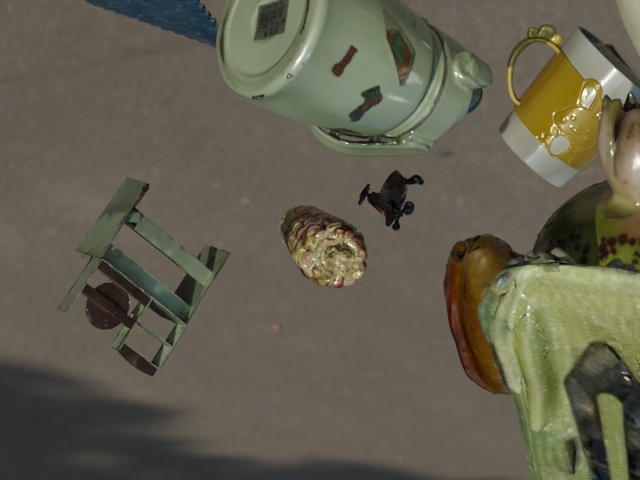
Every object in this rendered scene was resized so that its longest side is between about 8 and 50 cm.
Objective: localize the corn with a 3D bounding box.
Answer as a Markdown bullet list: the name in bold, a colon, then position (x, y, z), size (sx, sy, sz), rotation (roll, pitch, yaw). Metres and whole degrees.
- **corn**: position (0.000, 0.000, 1.847), size (0.092, 0.092, 0.280), rotation (1, -169, -9)

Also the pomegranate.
- **pomegranate**: position (0.372, -0.003, 1.527), size (0.285, 0.285, 0.340), rotation (-6, 116, 7)

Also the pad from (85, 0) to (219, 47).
- **pad**: position (-0.254, -0.332, 1.794), size (0.270, 0.012, 0.269), rotation (22, 170, 23)

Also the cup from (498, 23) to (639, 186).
- **cup**: position (0.394, -0.231, 2.235), size (0.241, 0.185, 0.226), rotation (38, 109, -10)

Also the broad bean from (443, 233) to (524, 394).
- **broad bean**: position (0.190, 0.073, 1.394), size (0.122, 0.156, 0.228), rotation (-10, 152, 5)

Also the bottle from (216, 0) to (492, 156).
- **bottle**: position (0.051, -0.230, 1.799), size (0.352, 0.229, 0.229), rotation (17, 151, -41)

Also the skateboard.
- **skateboard**: position (0.097, -0.061, 2.031), size (0.080, 0.067, 0.151), rotation (31, 165, 7)

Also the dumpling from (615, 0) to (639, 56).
- **dumpling**: position (0.335, -0.238, 1.156), size (0.131, 0.252, 0.179), rotation (16, 154, -33)

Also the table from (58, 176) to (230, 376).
- **table**: position (-0.207, 0.043, 1.578), size (0.062, 0.175, 0.146), rotation (15, 158, 51)

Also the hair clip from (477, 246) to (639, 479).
- **hair clip**: position (0.177, 0.142, 0.807), size (0.138, 0.091, 0.321), rotation (7, 121, 28)
